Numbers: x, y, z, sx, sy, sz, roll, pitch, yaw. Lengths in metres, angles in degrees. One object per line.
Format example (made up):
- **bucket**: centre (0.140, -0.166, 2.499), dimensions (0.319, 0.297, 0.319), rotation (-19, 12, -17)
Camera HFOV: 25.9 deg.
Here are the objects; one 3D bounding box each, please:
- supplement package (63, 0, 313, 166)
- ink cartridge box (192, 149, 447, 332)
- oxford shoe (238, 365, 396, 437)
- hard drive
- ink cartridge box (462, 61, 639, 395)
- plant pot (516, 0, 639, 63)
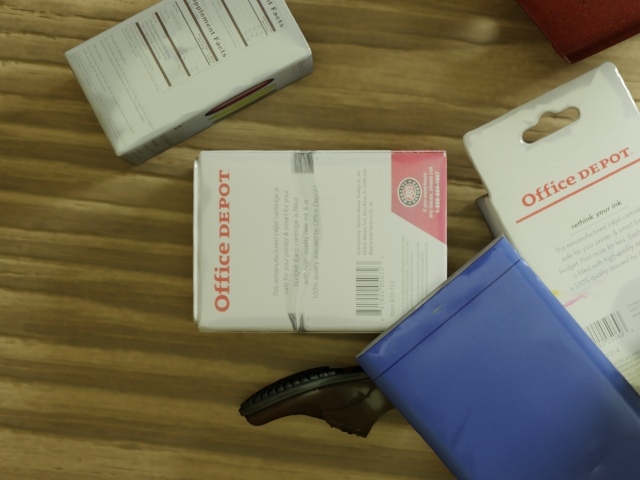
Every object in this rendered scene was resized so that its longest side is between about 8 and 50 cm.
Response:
- **supplement package**: centre (-0.144, -0.203, 1.587), dimensions (0.244, 0.139, 0.133), rotation (-28, 88, 1)
- **ink cartridge box**: centre (0.000, 0.000, 1.595), dimensions (0.283, 0.117, 0.207), rotation (0, 90, 0)
- **oxford shoe**: centre (0.020, 0.190, 1.613), dimensions (0.227, 0.083, 0.096), rotation (-12, 94, 1)
- **hard drive**: centre (0.221, 0.182, 1.520), dimensions (0.210, 0.040, 0.318), rotation (-40, 93, 7)
- **ink cartridge box**: centre (0.316, -0.002, 1.592), dimensions (0.207, 0.119, 0.353), rotation (-27, 91, 0)
- **plant pot**: centre (0.310, -0.336, 1.540), dimensions (0.236, 0.267, 0.267), rotation (-40, 89, 12)
